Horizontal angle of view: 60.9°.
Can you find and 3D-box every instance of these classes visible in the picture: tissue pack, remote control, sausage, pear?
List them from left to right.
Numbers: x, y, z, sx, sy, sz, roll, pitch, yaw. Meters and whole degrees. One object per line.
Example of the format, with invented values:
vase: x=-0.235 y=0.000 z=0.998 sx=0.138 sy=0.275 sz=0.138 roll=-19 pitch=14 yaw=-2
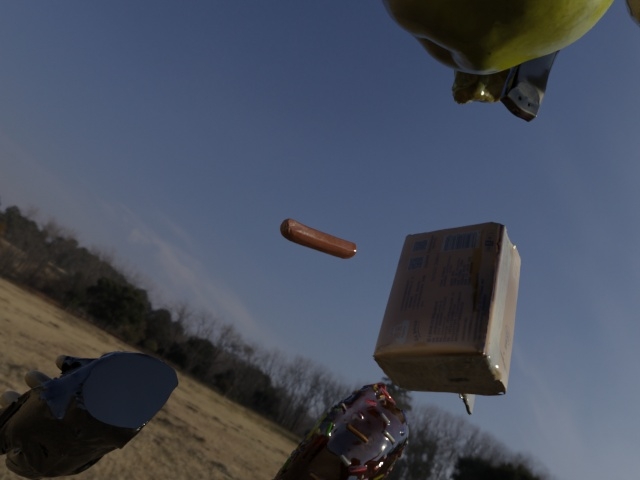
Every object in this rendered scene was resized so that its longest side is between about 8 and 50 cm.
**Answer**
sausage: x=0.000 y=0.000 z=0.869 sx=0.147 sy=0.035 sz=0.030 roll=21 pitch=-37 yaw=-31
tissue pack: x=0.262 y=0.150 z=1.042 sx=0.238 sy=0.306 sz=0.239 roll=13 pitch=-41 yaw=12
pear: x=0.212 y=-0.350 z=0.634 sx=0.294 sy=0.294 sz=0.294 roll=27 pitch=-17 yaw=9
remote control: x=0.300 y=-0.250 z=0.753 sx=0.059 sy=0.212 sz=0.028 roll=34 pitch=-28 yaw=-12

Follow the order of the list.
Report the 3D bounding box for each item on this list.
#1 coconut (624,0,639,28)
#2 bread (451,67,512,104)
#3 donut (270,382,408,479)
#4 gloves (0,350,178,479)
coconut: x=0.602 y=-0.412 z=0.843 sx=0.224 sy=0.224 sz=0.224 roll=27 pitch=-17 yaw=9
bread: x=0.478 y=-0.489 z=1.467 sx=0.251 sy=0.239 sz=0.196 roll=0 pitch=-21 yaw=16
donut: x=0.030 y=0.291 z=0.702 sx=0.089 sy=0.235 sz=0.235 roll=37 pitch=-12 yaw=26
gloves: x=-0.270 y=0.182 z=0.570 sx=0.203 sy=0.164 sz=0.124 roll=-32 pitch=-100 yaw=33
